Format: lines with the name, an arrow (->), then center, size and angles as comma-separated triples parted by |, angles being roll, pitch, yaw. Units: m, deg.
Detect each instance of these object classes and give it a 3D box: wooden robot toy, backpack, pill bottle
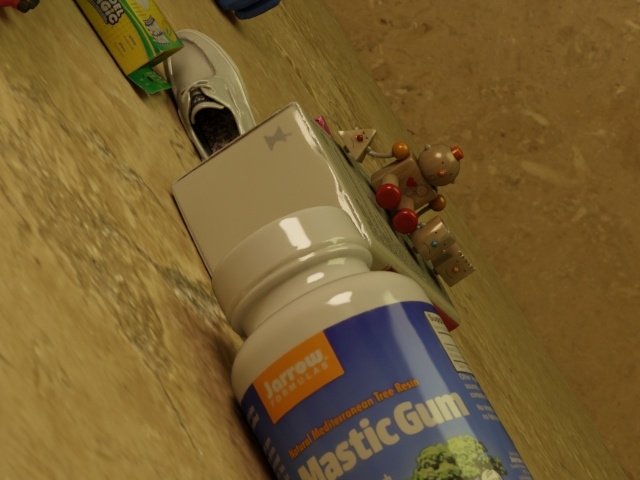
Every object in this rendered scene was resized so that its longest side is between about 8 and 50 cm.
wooden robot toy -> 0.090, -0.043, 1.405 | 0.173, 0.079, 0.076 | 53, 10, -18
backpack -> -0.091, -0.332, 2.134 | 0.101, 0.098, 0.120 | 59, 8, -12
pill bottle -> 0.032, 0.117, 1.150 | 0.272, 0.152, 0.152 | 60, 10, 21

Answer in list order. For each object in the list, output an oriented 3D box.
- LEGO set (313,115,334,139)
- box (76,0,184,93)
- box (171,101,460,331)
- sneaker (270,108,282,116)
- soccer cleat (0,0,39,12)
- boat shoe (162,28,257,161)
LEGO set -> 0.000, 0.000, 1.583 | 0.227, 0.087, 0.093 | 65, 14, 8
box -> -0.179, -0.210, 1.476 | 0.179, 0.043, 0.105 | 58, 11, -5
box -> 0.001, 0.013, 1.400 | 0.148, 0.127, 0.232 | 63, 11, 27
sneaker -> -0.041, -0.122, 1.884 | 0.044, 0.040, 0.109 | 49, 12, -30
soccer cleat -> -0.230, -0.255, 1.236 | 0.143, 0.116, 0.331 | 39, 11, -10
boat shoe -> -0.099, -0.115, 1.533 | 0.063, 0.066, 0.184 | 30, 39, -72
